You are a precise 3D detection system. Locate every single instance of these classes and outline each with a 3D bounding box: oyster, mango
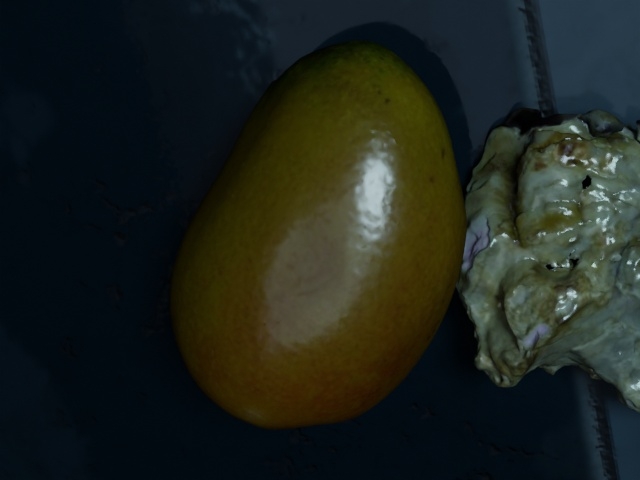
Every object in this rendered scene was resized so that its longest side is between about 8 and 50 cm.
[{"bbox_3d":[0.154,0.023,0.494,0.191,0.081,0.163,39,108,-8],"label":"oyster"},{"bbox_3d":[0.004,0.005,0.493,0.151,0.120,0.221,32,104,5],"label":"mango"}]
